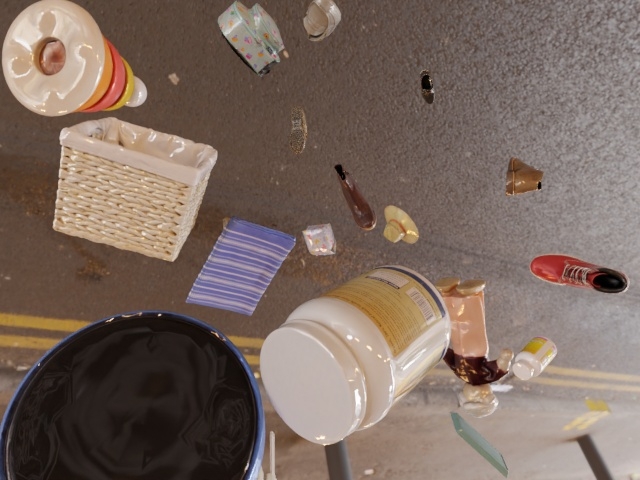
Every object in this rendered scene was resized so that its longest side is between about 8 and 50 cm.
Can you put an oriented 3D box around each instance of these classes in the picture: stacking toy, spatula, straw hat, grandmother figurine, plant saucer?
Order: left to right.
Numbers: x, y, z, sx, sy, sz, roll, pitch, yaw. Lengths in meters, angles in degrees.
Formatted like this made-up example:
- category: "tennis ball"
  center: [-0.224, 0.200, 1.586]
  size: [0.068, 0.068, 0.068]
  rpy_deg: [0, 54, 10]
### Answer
- category: "stacking toy"
  center: [-0.775, -0.558, 1.572]
  size: [0.350, 0.351, 0.480]
  rpy_deg: [-21, 177, 11]
- category: "spatula"
  center: [-0.167, 0.580, 1.241]
  size: [0.019, 0.242, 0.168]
  rpy_deg: [-37, 112, 10]
- category: "straw hat"
  center: [0.222, -0.028, 1.354]
  size: [0.061, 0.144, 0.145]
  rpy_deg: [-39, 143, -18]
- category: "grandmother figurine"
  center: [0.364, 0.265, 1.086]
  size: [0.104, 0.207, 0.343]
  rpy_deg: [-16, 101, -28]
- category: "plant saucer"
  center: [0.386, 0.491, 1.098]
  size: [0.192, 0.067, 0.018]
  rpy_deg: [43, 107, -13]

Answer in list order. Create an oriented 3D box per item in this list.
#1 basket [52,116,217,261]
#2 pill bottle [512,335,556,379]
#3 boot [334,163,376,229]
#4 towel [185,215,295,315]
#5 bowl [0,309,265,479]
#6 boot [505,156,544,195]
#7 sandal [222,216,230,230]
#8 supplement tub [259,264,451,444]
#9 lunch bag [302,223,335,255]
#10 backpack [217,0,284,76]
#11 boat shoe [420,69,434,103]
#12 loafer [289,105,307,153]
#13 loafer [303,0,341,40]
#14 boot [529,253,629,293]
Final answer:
- category: "basket"
  center: [-0.481, -0.149, 1.228]
  size: [0.331, 0.328, 0.267]
  rpy_deg: [15, 108, -10]
- category: "pill bottle"
  center: [0.350, 0.194, 0.747]
  size: [0.083, 0.043, 0.043]
  rpy_deg: [-25, 151, -36]
- category: "boot"
  center: [0.131, -0.174, 1.837]
  size: [0.090, 0.248, 0.207]
  rpy_deg: [-30, 137, 10]
- category: "towel"
  center: [-0.248, 0.093, 1.448]
  size: [0.243, 0.040, 0.336]
  rpy_deg: [19, 112, -35]
- category: "bowl"
  center: [-0.273, 0.287, 0.696]
  size: [0.390, 0.391, 0.077]
  rpy_deg: [4, 145, -18]
- category: "boot"
  center: [0.700, -0.217, 1.562]
  size: [0.115, 0.305, 0.112]
  rpy_deg: [0, 112, 22]
- category: "sandal"
  center: [-0.326, 0.007, 1.566]
  size: [0.049, 0.072, 0.180]
  rpy_deg: [-19, 122, -34]
- category: "supplement tub"
  center: [0.070, 0.189, 0.812]
  size: [0.316, 0.228, 0.228]
  rpy_deg: [-19, 155, -48]
- category: "lunch bag"
  center: [0.000, 0.000, 1.236]
  size: [0.071, 0.053, 0.083]
  rpy_deg: [-6, 111, 33]
- category: "backpack"
  center: [-0.203, -0.606, 1.335]
  size: [0.144, 0.166, 0.188]
  rpy_deg: [-36, 135, 26]
- category: "boat shoe"
  center: [0.401, -0.569, 1.703]
  size: [0.048, 0.042, 0.133]
  rpy_deg: [-11, 129, 16]
- category: "loafer"
  center: [-0.066, -0.354, 1.459]
  size: [0.056, 0.050, 0.148]
  rpy_deg: [8, 102, 19]
- category: "loafer"
  center: [0.000, -0.762, 1.573]
  size: [0.111, 0.319, 0.112]
  rpy_deg: [-42, 96, 6]
- category: "boot"
  center: [0.676, 0.086, 1.208]
  size: [0.244, 0.089, 0.176]
  rpy_deg: [13, -175, 36]
